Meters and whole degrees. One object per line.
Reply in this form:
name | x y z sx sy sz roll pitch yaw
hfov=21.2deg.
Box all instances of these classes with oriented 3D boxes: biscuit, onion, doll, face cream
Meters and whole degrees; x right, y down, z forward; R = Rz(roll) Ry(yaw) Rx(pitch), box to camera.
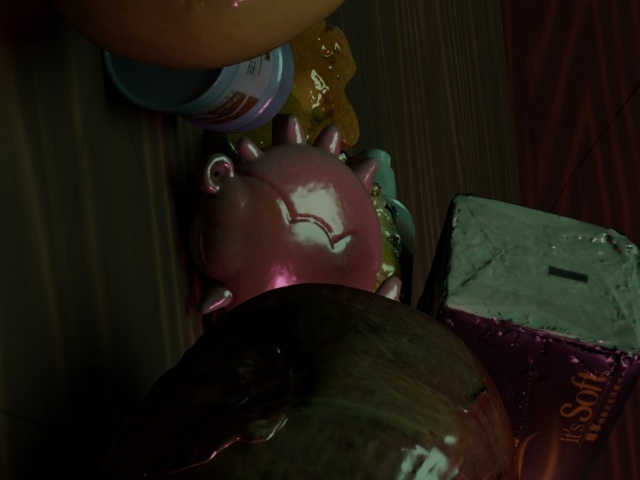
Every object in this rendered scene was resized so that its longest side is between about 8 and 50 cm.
biscuit | -0.035 -0.122 1.513 0.184 0.035 0.248 41 43 -34
onion | -0.018 0.201 1.105 0.353 0.354 0.353 -6 90 -75
doll | -0.015 0.009 1.404 0.262 0.093 0.211 33 76 -42
face cream | 0.045 0.005 1.719 0.101 0.101 0.251 67 22 -47

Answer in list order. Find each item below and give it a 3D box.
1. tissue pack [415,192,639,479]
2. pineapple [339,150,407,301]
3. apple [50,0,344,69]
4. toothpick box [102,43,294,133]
tissue pack | 0.177 0.148 1.695 0.198 0.210 0.370 -73 179 -50
pineapple | 0.000 0.000 1.551 0.221 0.047 0.221 31 46 -38
apple | -0.083 -0.238 1.078 0.279 0.279 0.279 -6 90 -75
toothpick box | -0.089 -0.136 1.285 0.153 0.101 0.101 6 79 -73
